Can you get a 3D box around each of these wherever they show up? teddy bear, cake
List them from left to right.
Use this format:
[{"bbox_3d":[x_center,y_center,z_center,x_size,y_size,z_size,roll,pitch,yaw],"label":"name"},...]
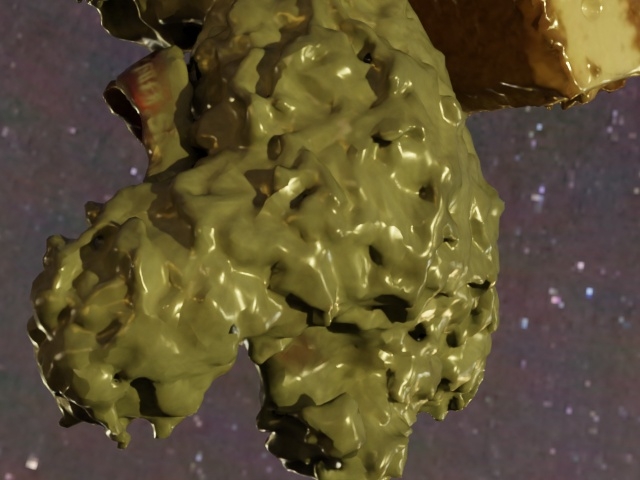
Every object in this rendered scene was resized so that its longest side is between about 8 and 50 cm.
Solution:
[{"bbox_3d":[0.000,0.000,0.780,0.224,0.357,0.367,-11,-36,11],"label":"teddy bear"},{"bbox_3d":[0.131,-0.230,0.946,0.256,0.290,0.282,-2,-69,50],"label":"cake"}]
